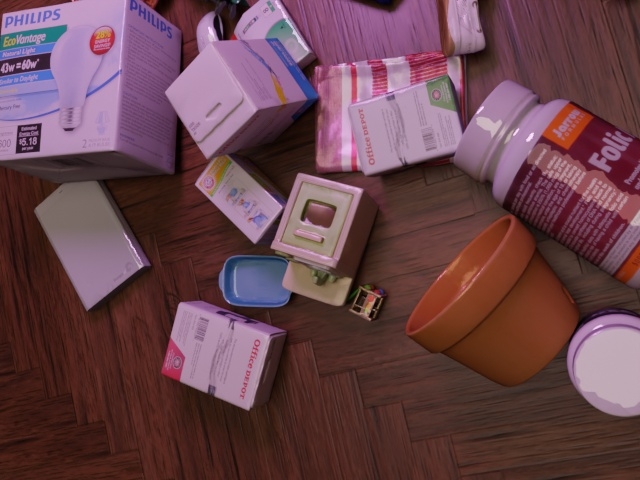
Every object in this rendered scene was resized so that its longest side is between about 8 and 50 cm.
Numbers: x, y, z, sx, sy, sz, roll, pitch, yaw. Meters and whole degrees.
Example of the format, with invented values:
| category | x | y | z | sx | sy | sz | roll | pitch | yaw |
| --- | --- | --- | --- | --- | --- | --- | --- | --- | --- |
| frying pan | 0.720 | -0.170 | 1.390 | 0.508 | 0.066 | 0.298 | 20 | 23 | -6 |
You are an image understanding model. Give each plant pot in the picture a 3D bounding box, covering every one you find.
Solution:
| category | x | y | z | sx | sy | sz | roll | pitch | yaw |
| --- | --- | --- | --- | --- | --- | --- | --- | --- | --- |
| plant pot | 0.323 | 0.126 | 1.249 | 0.203 | 0.291 | 0.291 | 41 | 103 | 1 |

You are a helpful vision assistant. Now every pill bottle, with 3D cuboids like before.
| category | x | y | z | sx | sy | sz | roll | pitch | yaw |
| --- | --- | --- | --- | --- | --- | --- | --- | --- | --- |
| pill bottle | 0.501 | 0.200 | 1.160 | 0.161 | 0.283 | 0.161 | -1 | 88 | 21 |
| pill bottle | 0.452 | -0.110 | 1.222 | 0.392 | 0.224 | 0.224 | 35 | 100 | 18 |

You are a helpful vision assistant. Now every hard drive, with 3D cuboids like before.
| category | x | y | z | sx | sy | sz | roll | pitch | yaw |
| --- | --- | --- | --- | --- | --- | --- | --- | --- | --- |
| hard drive | -0.570 | -0.007 | 1.707 | 0.203 | 0.040 | 0.307 | -37 | 76 | 16 |

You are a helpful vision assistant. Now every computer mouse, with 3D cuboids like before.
| category | x | y | z | sx | sy | sz | roll | pitch | yaw |
| --- | --- | --- | --- | --- | --- | --- | --- | --- | --- |
| computer mouse | -0.257 | -0.438 | 1.587 | 0.106 | 0.042 | 0.193 | -16 | 80 | 41 |

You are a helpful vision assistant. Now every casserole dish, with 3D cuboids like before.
| category | x | y | z | sx | sy | sz | roll | pitch | yaw |
| --- | --- | --- | --- | --- | --- | --- | --- | --- | --- |
| casserole dish | -0.137 | 0.091 | 1.540 | 0.188 | 0.037 | 0.114 | 0 | 88 | 20 |

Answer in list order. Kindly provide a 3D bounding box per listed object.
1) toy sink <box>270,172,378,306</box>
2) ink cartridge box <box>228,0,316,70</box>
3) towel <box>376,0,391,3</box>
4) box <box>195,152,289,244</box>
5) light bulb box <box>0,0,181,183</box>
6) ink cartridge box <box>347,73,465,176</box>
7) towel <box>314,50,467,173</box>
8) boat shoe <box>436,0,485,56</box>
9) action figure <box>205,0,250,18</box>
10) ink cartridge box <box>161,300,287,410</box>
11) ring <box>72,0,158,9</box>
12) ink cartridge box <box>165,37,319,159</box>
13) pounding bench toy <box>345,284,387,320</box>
| category | x | y | z | sx | sy | sz | roll | pitch | yaw |
| --- | --- | --- | --- | --- | --- | --- | --- | --- | --- |
| toy sink | 0.000 | 0.000 | 1.416 | 0.153 | 0.131 | 0.234 | 17 | 83 | 23 |
| ink cartridge box | -0.143 | -0.419 | 1.553 | 0.225 | 0.056 | 0.181 | -34 | 76 | 15 |
| towel | 0.057 | -0.659 | 1.479 | 0.308 | 0.076 | 0.227 | 28 | 105 | 19 |
| box | -0.156 | -0.094 | 1.511 | 0.203 | 0.114 | 0.103 | 43 | 104 | 17 |
| light bulb box | -0.534 | -0.338 | 1.587 | 0.358 | 0.225 | 0.361 | -2 | 81 | 21 |
| ink cartridge box | 0.176 | -0.223 | 1.373 | 0.208 | 0.087 | 0.153 | -13 | 87 | 18 |
| towel | 0.142 | -0.268 | 1.447 | 0.329 | 0.037 | 0.237 | -2 | 88 | 21 |
| boat shoe | 0.284 | -0.503 | 1.378 | 0.096 | 0.098 | 0.277 | -3 | 84 | -2 |
| action figure | -0.284 | -0.592 | 1.590 | 0.232 | 0.137 | 0.063 | 43 | 115 | 25 |
| ink cartridge box | -0.213 | 0.250 | 1.528 | 0.237 | 0.100 | 0.172 | 16 | 94 | 22 |
| ring | -0.516 | -0.673 | 1.635 | 0.337 | 0.032 | 0.336 | 13 | 121 | 23 |
| ink cartridge box | -0.160 | -0.299 | 1.426 | 0.171 | 0.233 | 0.168 | -37 | 85 | 34 |
| pounding bench toy | 0.088 | 0.121 | 1.444 | 0.083 | 0.052 | 0.065 | 24 | 97 | 20 |
